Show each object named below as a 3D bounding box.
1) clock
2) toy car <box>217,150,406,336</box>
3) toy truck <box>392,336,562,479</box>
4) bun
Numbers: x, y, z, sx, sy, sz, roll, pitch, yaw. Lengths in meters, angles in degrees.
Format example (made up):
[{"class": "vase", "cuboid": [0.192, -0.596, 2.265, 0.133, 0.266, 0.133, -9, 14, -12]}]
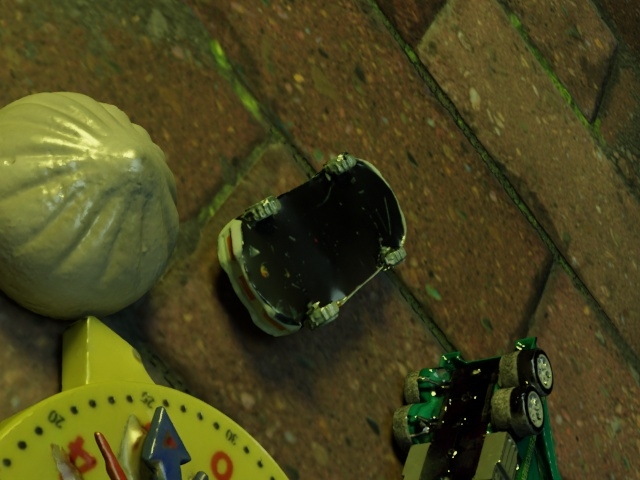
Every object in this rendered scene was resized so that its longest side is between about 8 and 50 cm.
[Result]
[{"class": "clock", "cuboid": [-0.080, 0.202, 0.565, 0.277, 0.071, 0.294, 38, 43, -29]}, {"class": "toy car", "cuboid": [0.000, 0.000, 0.799, 0.095, 0.056, 0.205, 60, 33, -3]}, {"class": "toy truck", "cuboid": [0.117, 0.176, 0.792, 0.116, 0.110, 0.216, 57, 35, -26]}, {"class": "bun", "cuboid": [-0.131, -0.027, 0.631, 0.138, 0.094, 0.138, 24, 54, -39]}]
